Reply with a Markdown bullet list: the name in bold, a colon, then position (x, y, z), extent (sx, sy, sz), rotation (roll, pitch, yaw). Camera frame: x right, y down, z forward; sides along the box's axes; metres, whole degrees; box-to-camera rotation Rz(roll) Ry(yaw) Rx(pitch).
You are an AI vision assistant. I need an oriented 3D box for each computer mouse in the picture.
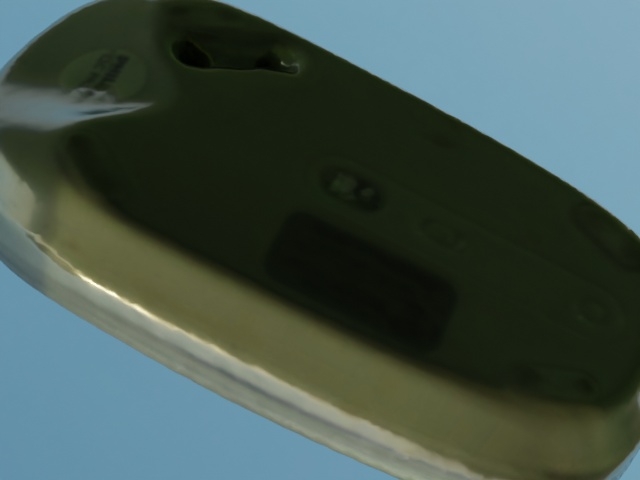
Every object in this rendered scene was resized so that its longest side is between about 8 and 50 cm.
- **computer mouse**: position (-0.001, 0.004, 0.846), extent (0.331, 0.095, 0.197), rotation (29, -132, 4)
